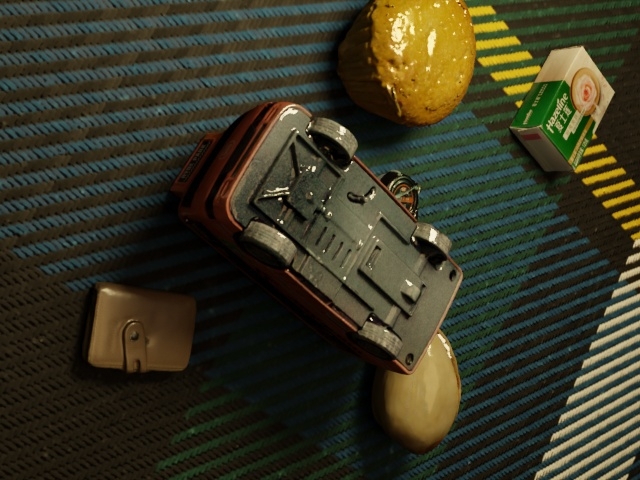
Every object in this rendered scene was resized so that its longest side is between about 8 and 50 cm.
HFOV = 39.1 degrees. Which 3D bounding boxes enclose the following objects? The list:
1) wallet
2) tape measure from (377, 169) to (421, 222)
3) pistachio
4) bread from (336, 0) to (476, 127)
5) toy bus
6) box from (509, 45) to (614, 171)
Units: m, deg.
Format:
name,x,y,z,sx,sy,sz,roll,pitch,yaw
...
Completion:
name,x,y,z,sx,sy,sz,roll,pitch,yaw
wallet,-0.241,0.121,1.214,0.152,0.038,0.118,10,85,-39
tape measure,0.123,-0.068,1.467,0.094,0.054,0.091,14,83,-44
pistachio,0.157,0.238,1.465,0.144,0.144,0.215,3,92,-37
bread,0.142,-0.294,1.409,0.240,0.139,0.240,-4,96,-37
toy bus,0.000,0.000,1.274,0.427,0.233,0.203,43,68,-34
box,0.455,-0.245,1.692,0.135,0.081,0.199,41,67,-32
